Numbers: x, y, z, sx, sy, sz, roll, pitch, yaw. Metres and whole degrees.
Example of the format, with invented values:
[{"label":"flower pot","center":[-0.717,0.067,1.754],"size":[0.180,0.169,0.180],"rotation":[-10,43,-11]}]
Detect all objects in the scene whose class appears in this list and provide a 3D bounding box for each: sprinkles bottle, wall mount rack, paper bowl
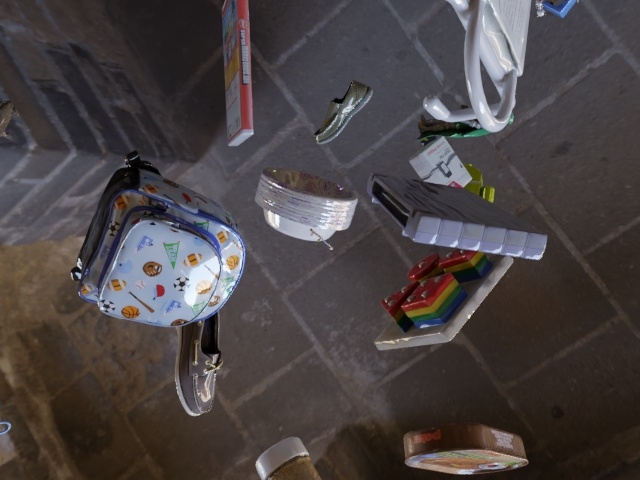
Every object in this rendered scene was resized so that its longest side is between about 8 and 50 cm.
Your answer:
[{"label":"sprinkles bottle","center":[-0.011,0.614,1.222],"size":[0.121,0.121,0.355],"rotation":[-48,57,16]},{"label":"wall mount rack","center":[0.110,-0.282,0.529],"size":[0.130,0.304,0.351],"rotation":[-1,68,36]},{"label":"paper bowl","center":[-0.047,-0.097,1.586],"size":[0.284,0.284,0.148],"rotation":[22,106,13]}]

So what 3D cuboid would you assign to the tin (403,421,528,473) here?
[{"label":"tin","center":[0.180,0.257,0.686],"size":[0.106,0.189,0.040],"rotation":[-23,53,36]}]

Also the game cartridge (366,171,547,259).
[{"label":"game cartridge","center":[0.231,-0.051,1.032],"size":[0.230,0.355,0.068],"rotation":[13,105,-11]}]

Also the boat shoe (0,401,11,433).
[{"label":"boat shoe","center":[-0.610,0.295,0.974],"size":[0.088,0.109,0.259],"rotation":[-15,80,-1]}]

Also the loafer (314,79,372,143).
[{"label":"loafer","center":[0.058,-0.423,1.823],"size":[0.087,0.094,0.251],"rotation":[37,110,-20]}]

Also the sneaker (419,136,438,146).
[{"label":"sneaker","center":[0.370,-0.314,1.824],"size":[0.059,0.144,0.053],"rotation":[32,108,-11]}]

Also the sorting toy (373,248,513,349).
[{"label":"sorting toy","center":[0.243,0.111,1.214],"size":[0.089,0.257,0.255],"rotation":[51,150,-6]}]

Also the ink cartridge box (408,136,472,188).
[{"label":"ink cartridge box","center":[0.333,-0.198,1.549],"size":[0.151,0.109,0.063],"rotation":[54,148,-6]}]

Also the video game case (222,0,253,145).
[{"label":"video game case","center":[-0.163,-0.338,1.088],"size":[0.025,0.204,0.286],"rotation":[-3,94,-16]}]

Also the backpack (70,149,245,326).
[{"label":"backpack","center":[-0.268,0.024,0.992],"size":[0.277,0.263,0.213],"rotation":[-58,38,22]}]

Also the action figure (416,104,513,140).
[{"label":"action figure","center":[0.368,-0.301,1.417],"size":[0.232,0.137,0.064],"rotation":[-1,125,21]}]

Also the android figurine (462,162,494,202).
[{"label":"android figurine","center":[0.427,-0.143,1.791],"size":[0.248,0.056,0.273],"rotation":[0,57,23]}]

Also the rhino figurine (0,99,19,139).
[{"label":"rhino figurine","center":[-0.660,-0.212,1.061],"size":[0.073,0.243,0.106],"rotation":[24,119,0]}]

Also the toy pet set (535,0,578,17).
[{"label":"toy pet set","center":[0.491,-0.476,1.115],"size":[0.122,0.114,0.065],"rotation":[-8,93,31]}]

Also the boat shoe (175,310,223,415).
[{"label":"boat shoe","center":[-0.317,0.302,1.495],"size":[0.096,0.116,0.325],"rotation":[-8,80,25]}]

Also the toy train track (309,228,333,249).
[{"label":"toy train track","center":[0.000,0.000,1.387],"size":[0.083,0.048,0.014],"rotation":[41,85,-32]}]
